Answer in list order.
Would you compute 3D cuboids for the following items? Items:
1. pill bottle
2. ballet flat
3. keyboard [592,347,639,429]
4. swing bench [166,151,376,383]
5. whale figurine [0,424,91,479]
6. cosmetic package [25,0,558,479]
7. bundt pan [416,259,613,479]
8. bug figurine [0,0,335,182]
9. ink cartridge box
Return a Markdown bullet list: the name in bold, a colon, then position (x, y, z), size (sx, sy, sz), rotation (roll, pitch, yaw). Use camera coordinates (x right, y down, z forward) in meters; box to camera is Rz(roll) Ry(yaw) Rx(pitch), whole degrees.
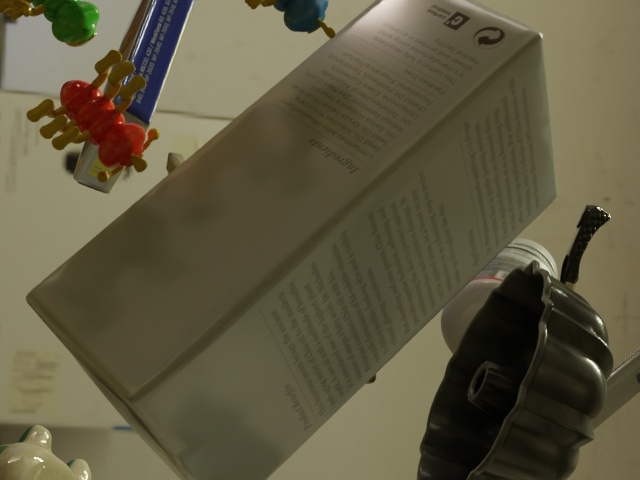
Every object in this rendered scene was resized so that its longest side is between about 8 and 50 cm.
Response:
- **pill bottle**: position (0.316, 0.101, 1.816), size (0.283, 0.161, 0.161), rotation (-39, 139, -63)
- **ballet flat**: position (0.439, 0.019, 1.767), size (0.057, 0.049, 0.173), rotation (96, 17, -76)
- **keyboard**: position (0.520, 0.210, 1.720), size (0.014, 0.256, 0.072), rotation (28, -35, 52)
- **swing bench**: position (-0.054, 0.041, 1.207), size (0.165, 0.255, 0.253), rotation (43, -49, 45)
- **whale figurine**: position (-0.411, 0.366, 1.467), size (0.272, 0.141, 0.216), rotation (22, 63, -77)
- **cosmetic package**: position (0.000, 0.000, 0.939), size (0.161, 0.453, 0.230), rotation (36, -20, 35)
- **bundt pan**: position (0.247, 0.197, 1.304), size (0.331, 0.124, 0.330), rotation (-155, -90, -85)
- **bug figurine**: position (-0.134, -0.189, 0.875), size (0.216, 0.279, 0.072), rotation (51, -10, 11)
- **ink cartridge box**: position (-0.228, -0.255, 1.413), size (0.307, 0.072, 0.303), rotation (-36, -146, 57)
